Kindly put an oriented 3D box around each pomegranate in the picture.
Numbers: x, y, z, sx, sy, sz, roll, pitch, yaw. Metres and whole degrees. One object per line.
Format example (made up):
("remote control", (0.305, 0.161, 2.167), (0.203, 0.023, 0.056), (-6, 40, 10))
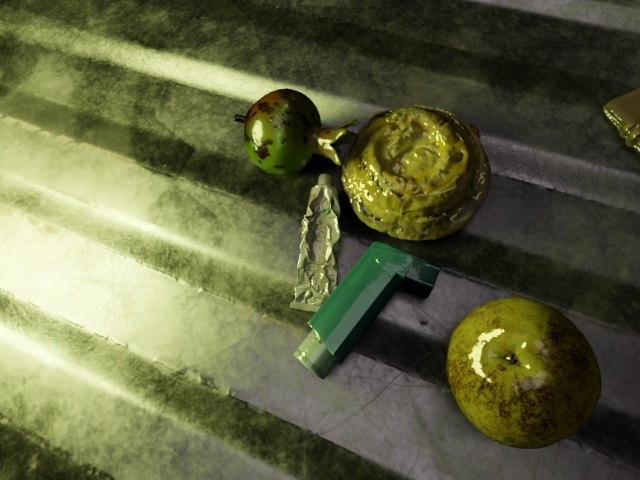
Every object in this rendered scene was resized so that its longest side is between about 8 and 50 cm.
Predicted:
("pomegranate", (-0.043, -0.193, 0.745), (0.219, 0.156, 0.156), (8, 68, 36))

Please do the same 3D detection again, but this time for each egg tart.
("egg tart", (0.168, -0.136, 0.742), (0.278, 0.095, 0.280), (-2, 71, 6))

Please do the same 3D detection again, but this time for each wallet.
("wallet", (0.599, -0.209, 0.750), (0.117, 0.039, 0.153), (-20, 65, -3))

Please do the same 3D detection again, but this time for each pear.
("pear", (0.272, 0.174, 0.565), (0.197, 0.197, 0.198), (-2, 69, 6))

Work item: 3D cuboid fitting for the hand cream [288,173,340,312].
("hand cream", (0.000, -0.001, 0.737), (0.083, 0.050, 0.257), (5, 73, 6))

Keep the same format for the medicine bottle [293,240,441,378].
("medicine bottle", (0.073, 0.110, 0.667), (0.124, 0.079, 0.258), (40, 79, 15))
